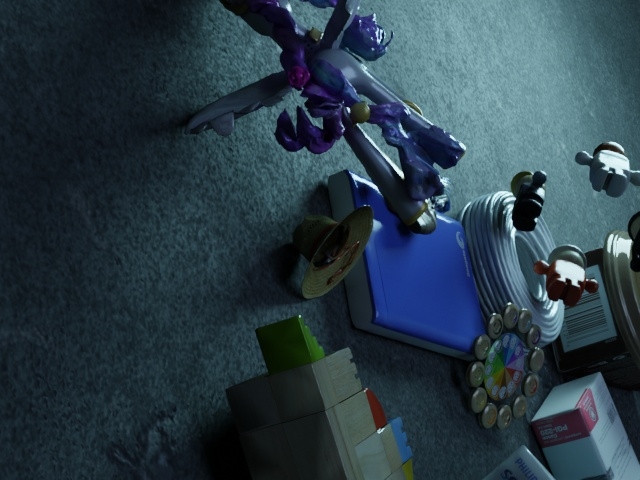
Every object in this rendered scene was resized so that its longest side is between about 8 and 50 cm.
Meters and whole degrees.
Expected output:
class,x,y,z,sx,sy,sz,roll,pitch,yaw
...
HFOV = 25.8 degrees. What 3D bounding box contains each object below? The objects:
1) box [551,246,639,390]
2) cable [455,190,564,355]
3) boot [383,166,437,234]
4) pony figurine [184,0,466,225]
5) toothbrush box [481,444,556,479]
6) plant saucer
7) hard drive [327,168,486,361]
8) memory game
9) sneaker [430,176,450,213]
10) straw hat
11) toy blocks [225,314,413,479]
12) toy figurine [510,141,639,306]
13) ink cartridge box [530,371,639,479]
class,x,y,z,sx,sy,sz,roll,pitch,yaw
box,0.526,0.145,2.460,0.381,0.143,0.191,17,57,-55
cable,0.294,0.051,2.153,0.257,0.089,0.257,13,61,-58
boot,0.120,-0.060,1.888,0.118,0.042,0.087,66,21,-8
pony figurine,0.007,-0.188,1.629,0.363,0.303,0.351,45,5,-14
toothbrush box,0.339,0.439,1.843,0.295,0.126,0.216,48,2,-37
plant saucer,0.546,0.110,2.331,0.278,0.041,0.278,41,38,-43
hard drive,0.124,0.041,1.908,0.318,0.040,0.210,21,54,-55
memory game,0.267,0.183,2.010,0.186,0.012,0.186,-11,105,-47
sneaker,0.157,-0.065,2.030,0.135,0.052,0.058,8,70,-59
straw hat,0.000,0.000,1.683,0.061,0.144,0.144,37,20,20
toy blocks,0.028,0.262,1.481,0.261,0.190,0.381,-10,81,-74
toy figurine,0.397,-0.030,2.078,0.209,0.213,0.148,59,21,-14
ink cartridge box,0.427,0.341,2.197,0.218,0.092,0.158,65,28,-5
